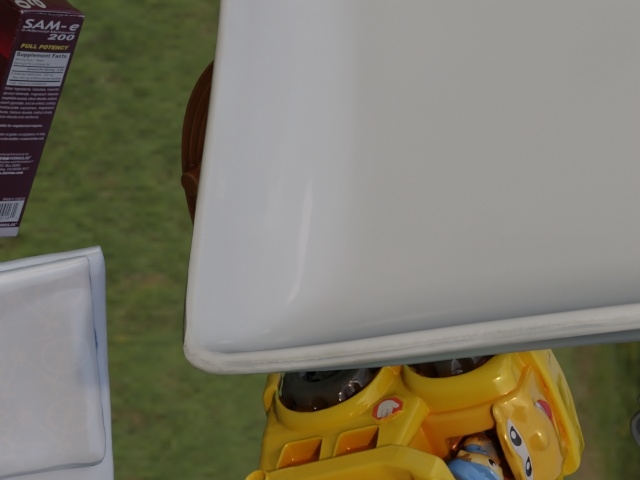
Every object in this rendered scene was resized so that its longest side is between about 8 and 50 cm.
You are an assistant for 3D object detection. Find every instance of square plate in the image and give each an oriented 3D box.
[{"bbox_3d":[0.130,-0.086,0.662,0.049,0.344,0.347,77,11,-45],"label":"square plate"}]

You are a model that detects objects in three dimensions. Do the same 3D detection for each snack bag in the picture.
[{"bbox_3d":[-0.294,0.174,1.183,0.037,0.323,0.342,-124,-151,-52],"label":"snack bag"}]

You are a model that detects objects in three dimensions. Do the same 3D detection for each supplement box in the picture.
[{"bbox_3d":[-0.310,-0.134,1.620,0.073,0.130,0.239,-3,124,-42],"label":"supplement box"}]

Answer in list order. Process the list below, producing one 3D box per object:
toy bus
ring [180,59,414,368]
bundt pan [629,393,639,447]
[{"bbox_3d":[0.059,0.169,1.203,0.211,0.220,0.149,-68,139,-58],"label":"toy bus"},{"bbox_3d":[0.000,0.000,1.372,0.032,0.336,0.336,-31,127,-38],"label":"ring"},{"bbox_3d":[0.483,0.191,1.723,0.124,0.331,0.331,-57,154,-28],"label":"bundt pan"}]
